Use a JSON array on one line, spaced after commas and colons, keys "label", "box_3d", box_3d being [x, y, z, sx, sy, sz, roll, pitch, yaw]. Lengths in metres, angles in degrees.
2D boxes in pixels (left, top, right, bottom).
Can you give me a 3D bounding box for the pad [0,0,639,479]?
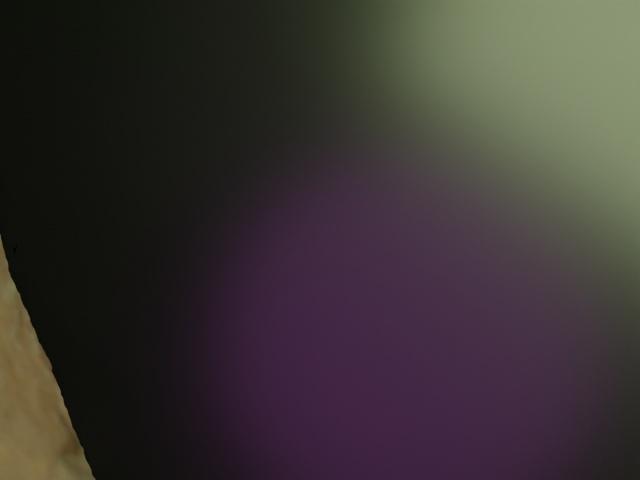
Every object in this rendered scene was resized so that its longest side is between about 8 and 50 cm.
[{"label": "pad", "box_3d": [0.000, 0.000, 0.387, 0.247, 0.007, 0.368, -20, 94, 32]}]
